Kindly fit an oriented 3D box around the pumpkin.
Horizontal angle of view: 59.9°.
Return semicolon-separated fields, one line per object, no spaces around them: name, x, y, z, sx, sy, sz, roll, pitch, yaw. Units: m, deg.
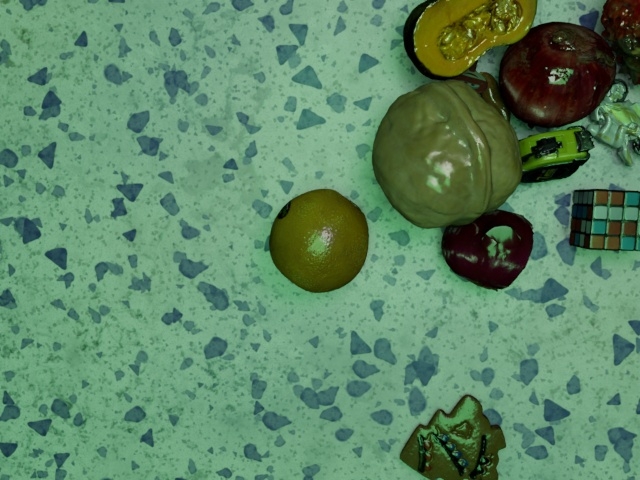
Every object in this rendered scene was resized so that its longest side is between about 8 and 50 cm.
pumpkin;0.344;-0.565;1.402;0.325;0.232;0.242;-26;119;5

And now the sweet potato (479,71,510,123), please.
sweet potato;0.475;-0.370;1.499;0.056;0.056;0.194;-27;82;7

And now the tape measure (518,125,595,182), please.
tape measure;0.580;-0.220;1.435;0.186;0.199;0.112;-9;75;6

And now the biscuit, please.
biscuit;0.375;0.597;1.585;0.302;0.043;0.278;-18;92;6

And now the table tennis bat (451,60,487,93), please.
table tennis bat;0.398;-0.436;1.473;0.098;0.019;0.154;17;53;6

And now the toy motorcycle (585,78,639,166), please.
toy motorcycle;0.784;-0.304;1.468;0.151;0.074;0.228;-28;93;9

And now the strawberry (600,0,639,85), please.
strawberry;0.857;-0.548;1.296;0.351;0.267;0.312;-34;119;16

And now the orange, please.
orange;0.000;0.000;1.472;0.274;0.274;0.274;0;94;5

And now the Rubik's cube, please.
Rubik's cube;0.753;-0.055;1.448;0.151;0.154;0.155;2;95;4

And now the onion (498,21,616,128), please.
onion;0.588;-0.418;1.390;0.276;0.276;0.276;0;94;5

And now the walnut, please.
walnut;0.306;-0.210;1.386;0.382;0.381;0.381;0;94;5

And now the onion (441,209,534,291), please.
onion;0.427;0.015;1.457;0.207;0.206;0.216;16;95;4
